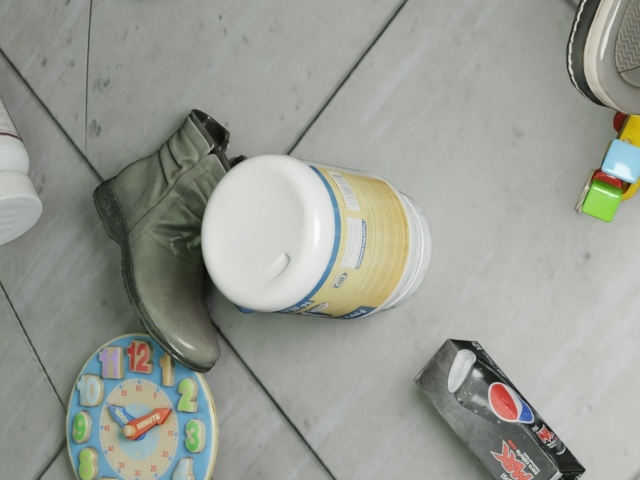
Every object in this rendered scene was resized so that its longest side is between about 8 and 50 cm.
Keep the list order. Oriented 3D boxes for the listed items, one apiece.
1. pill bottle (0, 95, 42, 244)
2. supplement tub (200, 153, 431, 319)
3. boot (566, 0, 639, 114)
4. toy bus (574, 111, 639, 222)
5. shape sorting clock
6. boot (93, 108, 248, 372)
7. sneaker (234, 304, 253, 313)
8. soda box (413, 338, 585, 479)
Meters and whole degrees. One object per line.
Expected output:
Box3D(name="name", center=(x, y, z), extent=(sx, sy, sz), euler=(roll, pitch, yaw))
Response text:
Box3D(name="pill bottle", center=(-0.397, -0.107, 2.171), extent=(0.121, 0.121, 0.221), euler=(-41, 64, 26))
Box3D(name="supplement tub", center=(0.000, 0.000, 1.824), extent=(0.144, 0.199, 0.144), euler=(-5, 82, 36))
Box3D(name="boot", center=(0.231, -0.265, 1.642), extent=(0.284, 0.138, 0.377), euler=(4, 61, 47))
Box3D(name="toy bus", center=(0.304, -0.092, 1.669), extent=(0.104, 0.202, 0.191), euler=(23, 92, 5))
Box3D(name="shape sorting clock", center=(-0.190, 0.199, 2.039), extent=(0.206, 0.040, 0.206), euler=(-4, 82, 36))
Box3D(name="boot", center=(-0.127, -0.004, 1.995), extent=(0.161, 0.083, 0.246), euler=(-35, 68, 22))
Box3D(name="sneaker", center=(-0.045, 0.010, 1.947), extent=(0.059, 0.053, 0.144), euler=(27, 102, 32))
Box3D(name="soda box", center=(0.162, 0.167, 1.780), extent=(0.060, 0.053, 0.169), euler=(-51, 60, 20))
